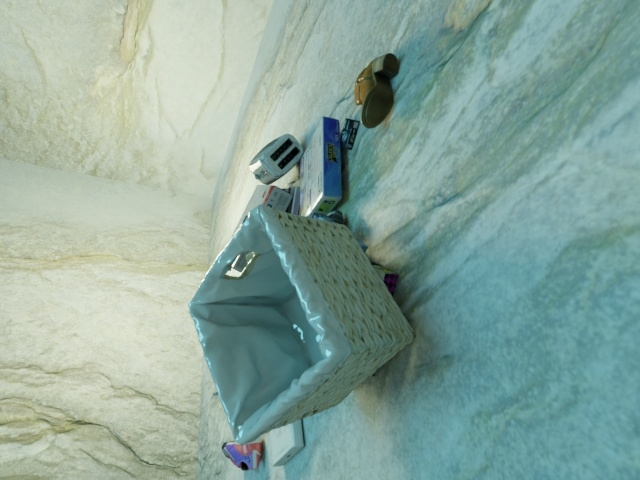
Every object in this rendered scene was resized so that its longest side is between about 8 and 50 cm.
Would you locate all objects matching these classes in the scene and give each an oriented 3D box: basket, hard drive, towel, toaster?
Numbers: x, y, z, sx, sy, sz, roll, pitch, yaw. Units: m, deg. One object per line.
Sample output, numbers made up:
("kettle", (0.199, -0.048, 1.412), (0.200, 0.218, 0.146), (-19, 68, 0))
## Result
("basket", (-0.046, 0.161, 0.838), (0.328, 0.267, 0.331), (-51, 53, 30))
("hard drive", (-0.120, 0.526, 1.335), (0.203, 0.040, 0.307), (120, 150, -41))
("towel", (-0.124, -0.085, 1.599), (0.329, 0.037, 0.236), (-167, 86, -69))
("toaster", (-0.160, -0.320, 1.611), (0.227, 0.129, 0.147), (-47, 19, -19))

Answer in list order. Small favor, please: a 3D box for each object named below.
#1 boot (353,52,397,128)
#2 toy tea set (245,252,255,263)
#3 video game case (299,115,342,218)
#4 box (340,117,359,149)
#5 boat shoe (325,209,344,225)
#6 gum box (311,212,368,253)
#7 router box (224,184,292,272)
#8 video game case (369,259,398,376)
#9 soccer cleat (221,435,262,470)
("boot", (0.123, -0.365, 1.068), (0.152, 0.073, 0.196), (7, 76, 67))
("toy tea set", (-0.137, 0.032, 1.425), (0.336, 0.200, 0.124), (-53, 10, 51))
("video game case", (-0.004, -0.199, 1.296), (0.244, 0.061, 0.269), (133, 141, -61))
("box", (0.082, -0.308, 1.208), (0.067, 0.018, 0.083), (-130, 53, -62))
("boat shoe", (0.000, 0.000, 1.213), (0.233, 0.084, 0.079), (-49, 29, 47))
("gum box", (0.018, 0.040, 1.016), (0.184, 0.041, 0.156), (39, 114, 46))
("router box", (-0.256, -0.051, 1.630), (0.335, 0.082, 0.301), (-64, 22, -3))
("video game case", (0.089, 0.160, 0.971), (0.210, 0.042, 0.231), (-151, 72, -67))
("soccer cleat", (-0.302, 0.815, 1.585), (0.318, 0.109, 0.116), (-49, 42, 49))
